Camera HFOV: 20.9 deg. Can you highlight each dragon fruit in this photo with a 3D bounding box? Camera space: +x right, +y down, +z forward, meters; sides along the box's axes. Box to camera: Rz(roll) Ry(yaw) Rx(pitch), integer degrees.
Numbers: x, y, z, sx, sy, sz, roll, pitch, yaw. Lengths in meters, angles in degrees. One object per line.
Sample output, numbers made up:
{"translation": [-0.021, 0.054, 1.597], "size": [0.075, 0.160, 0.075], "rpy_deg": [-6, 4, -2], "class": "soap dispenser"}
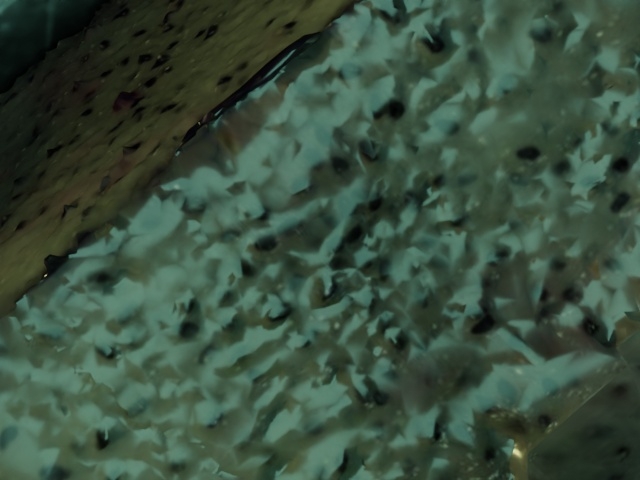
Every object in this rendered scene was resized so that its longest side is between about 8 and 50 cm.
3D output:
{"translation": [0.000, 0.000, 0.642], "size": [0.283, 0.221, 0.204], "rpy_deg": [-41, 116, -3], "class": "dragon fruit"}
